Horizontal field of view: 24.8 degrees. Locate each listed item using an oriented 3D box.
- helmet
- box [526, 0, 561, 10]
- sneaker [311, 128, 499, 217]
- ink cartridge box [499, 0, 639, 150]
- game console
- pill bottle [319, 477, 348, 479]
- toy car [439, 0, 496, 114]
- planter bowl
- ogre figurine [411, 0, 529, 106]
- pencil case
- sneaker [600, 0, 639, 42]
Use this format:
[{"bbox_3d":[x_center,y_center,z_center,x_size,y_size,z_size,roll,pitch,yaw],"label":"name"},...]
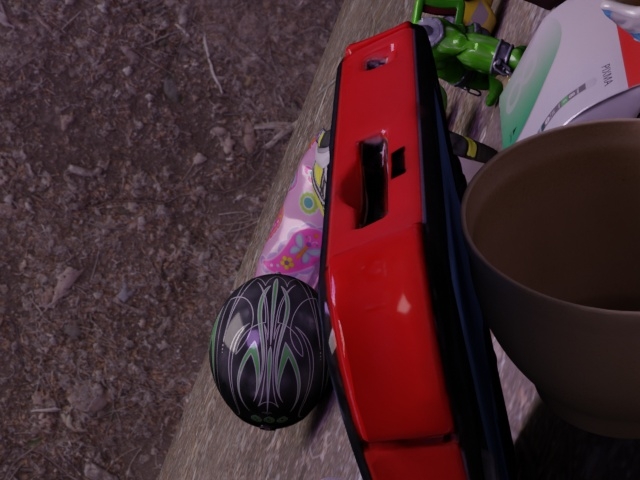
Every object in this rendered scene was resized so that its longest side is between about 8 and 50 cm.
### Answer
[{"bbox_3d":[-0.056,0.128,1.737,0.161,0.169,0.169,94,-173,-50],"label":"helmet"},{"bbox_3d":[0.074,-0.343,1.239,0.191,0.381,0.143,141,145,-76],"label":"box"},{"bbox_3d":[0.054,-0.026,1.453,0.385,0.145,0.147,154,136,-80],"label":"sneaker"},{"bbox_3d":[0.202,-0.139,1.074,0.181,0.056,0.224,-82,13,-55],"label":"ink cartridge box"},{"bbox_3d":[0.076,0.087,0.782,0.386,0.060,0.342,-84,-23,-63],"label":"game console"},{"bbox_3d":[0.001,0.283,1.283,0.078,0.078,0.137,-92,24,-69],"label":"pill bottle"},{"bbox_3d":[0.117,-0.155,1.532,0.239,0.053,0.225,-66,-5,30],"label":"toy car"},{"bbox_3d":[0.152,0.028,0.715,0.162,0.162,0.109,-82,-13,-55],"label":"planter bowl"},{"bbox_3d":[0.132,-0.174,1.371,0.197,0.118,0.097,-90,22,-69],"label":"ogre figurine"},{"bbox_3d":[0.000,0.000,1.827,0.124,0.124,0.284,-88,21,-66],"label":"pencil case"},{"bbox_3d":[0.236,-0.174,0.787,0.228,0.092,0.087,123,166,-53],"label":"sneaker"}]
